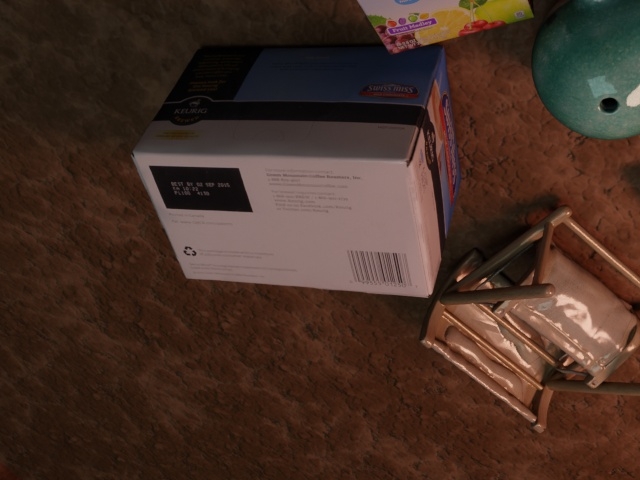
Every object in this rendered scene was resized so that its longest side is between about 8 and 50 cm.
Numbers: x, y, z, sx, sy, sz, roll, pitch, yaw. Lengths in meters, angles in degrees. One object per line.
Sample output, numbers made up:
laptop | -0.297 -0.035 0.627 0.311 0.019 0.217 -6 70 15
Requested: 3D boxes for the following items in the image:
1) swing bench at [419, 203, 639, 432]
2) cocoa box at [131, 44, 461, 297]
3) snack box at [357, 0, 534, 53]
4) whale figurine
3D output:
swing bench | 0.326 0.120 1.374 0.253 0.165 0.255 38 141 -19
cocoa box | -0.014 -0.095 1.229 0.347 0.228 0.231 3 136 19
snack box | 0.116 -0.302 1.023 0.175 0.070 0.207 -11 148 24
whale figurine | 0.354 -0.209 1.028 0.216 0.141 0.272 42 134 -21
